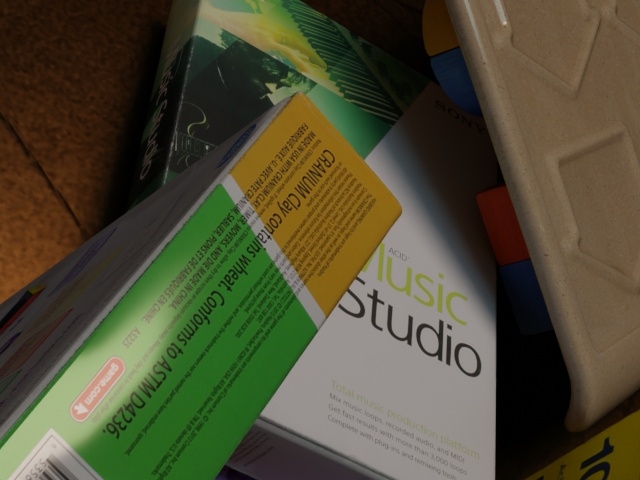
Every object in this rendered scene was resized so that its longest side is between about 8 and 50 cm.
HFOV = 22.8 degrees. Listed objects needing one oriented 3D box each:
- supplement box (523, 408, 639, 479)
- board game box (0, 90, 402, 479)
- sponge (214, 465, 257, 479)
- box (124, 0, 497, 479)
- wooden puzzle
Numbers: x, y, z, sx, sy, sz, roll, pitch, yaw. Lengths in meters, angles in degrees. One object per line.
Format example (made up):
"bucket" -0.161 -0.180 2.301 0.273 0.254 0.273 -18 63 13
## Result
"supplement box" 0.242 0.189 0.792 0.195 0.356 0.194 32 49 -13
"board game box" -0.134 0.091 0.633 0.064 0.316 0.242 47 47 -11
"sponge" -0.013 0.149 0.869 0.117 0.031 0.210 -31 80 -43
"box" 0.000 0.000 0.922 0.232 0.058 0.322 28 43 -23
"wooden puzzle" 0.177 -0.083 1.036 0.322 0.081 0.347 -22 99 -52
